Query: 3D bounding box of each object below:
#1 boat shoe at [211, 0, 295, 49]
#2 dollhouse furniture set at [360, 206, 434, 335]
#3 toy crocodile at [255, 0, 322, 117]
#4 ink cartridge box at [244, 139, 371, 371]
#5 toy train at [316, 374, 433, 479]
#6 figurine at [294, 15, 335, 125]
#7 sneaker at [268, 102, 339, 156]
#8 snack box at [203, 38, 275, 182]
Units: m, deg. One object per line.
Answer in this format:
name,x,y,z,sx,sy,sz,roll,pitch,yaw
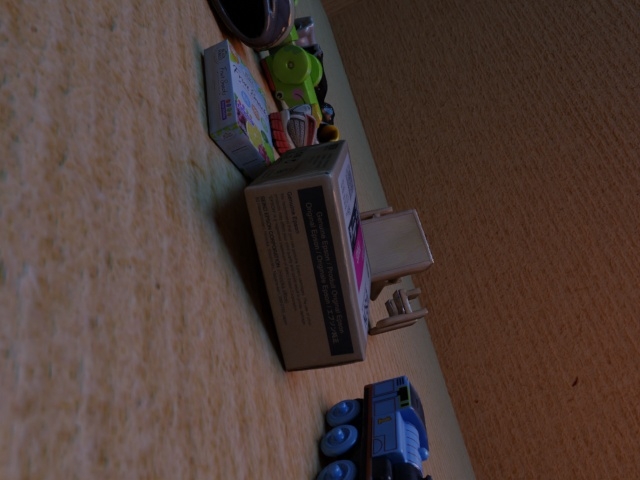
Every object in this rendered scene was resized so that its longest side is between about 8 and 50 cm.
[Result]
boat shoe,-0.131,-0.437,0.698,0.130,0.132,0.356,-86,152,-62
dollhouse furniture set,0.083,0.050,0.927,0.242,0.160,0.212,99,-24,-69
toy crocodile,-0.076,-0.355,0.900,0.115,0.105,0.341,-57,129,-70
ink cartridge box,0.000,0.000,0.585,0.235,0.088,0.194,-72,152,-70
toy train,0.059,0.218,0.528,0.184,0.105,0.080,-71,138,-71
figurine,-0.025,-0.365,1.168,0.210,0.092,0.215,68,9,-47
sneaker,-0.002,-0.139,0.862,0.225,0.092,0.088,50,23,-58
snack box,-0.095,-0.152,0.612,0.100,0.037,0.141,53,22,-55
